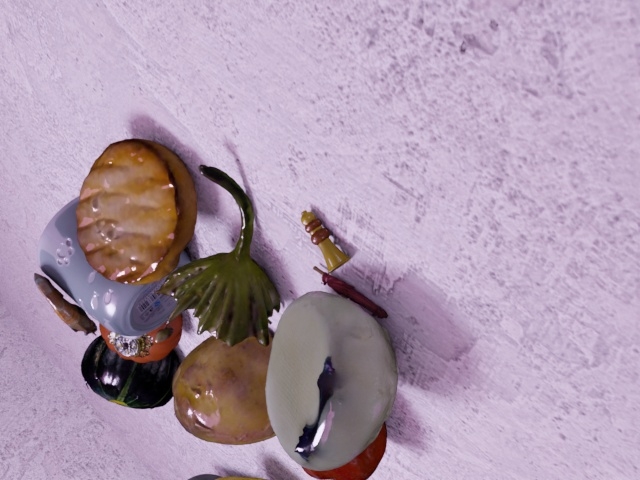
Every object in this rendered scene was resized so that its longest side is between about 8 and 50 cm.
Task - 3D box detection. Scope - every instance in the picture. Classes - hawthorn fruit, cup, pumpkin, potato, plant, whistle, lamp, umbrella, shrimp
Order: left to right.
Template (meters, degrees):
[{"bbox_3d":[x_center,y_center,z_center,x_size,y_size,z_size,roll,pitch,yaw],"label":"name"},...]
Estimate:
[{"bbox_3d":[-0.586,0.150,1.753,0.143,0.052,0.251,46,164,30],"label":"shrimp"},{"bbox_3d":[-0.461,0.096,1.760,0.274,0.259,0.357,36,136,24],"label":"cup"},{"bbox_3d":[-0.544,0.355,2.242,0.295,0.295,0.296,36,147,29],"label":"pumpkin"},{"bbox_3d":[-0.468,0.215,1.986,0.223,0.197,0.223,6,122,9],"label":"lamp"},{"bbox_3d":[-0.189,0.344,1.670,0.288,0.237,0.301,5,126,53],"label":"potato"},{"bbox_3d":[-0.156,0.055,1.404,0.180,0.251,0.333,-100,30,-43],"label":"plant"},{"bbox_3d":[0.005,-0.002,1.236,0.046,0.057,0.109,-37,77,17],"label":"whistle"},{"bbox_3d":[0.036,0.345,1.421,0.185,0.185,0.202,20,120,45],"label":"hawthorn fruit"},{"bbox_3d":[0.047,0.087,1.271,0.165,0.025,0.027,32,122,31],"label":"umbrella"}]

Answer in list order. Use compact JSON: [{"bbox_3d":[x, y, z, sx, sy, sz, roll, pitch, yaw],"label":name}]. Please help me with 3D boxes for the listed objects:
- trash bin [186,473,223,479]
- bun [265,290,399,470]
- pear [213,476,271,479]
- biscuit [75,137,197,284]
[{"bbox_3d":[-0.312,0.894,2.413,0.280,0.280,0.432,57,148,-6],"label":"trash bin"},{"bbox_3d":[0.036,0.228,1.258,0.293,0.187,0.293,-27,59,57],"label":"bun"},{"bbox_3d":[-0.169,0.829,2.044,0.418,0.362,0.362,35,152,-7],"label":"pear"},{"bbox_3d":[-0.365,-0.057,1.526,0.296,0.102,0.297,-2,87,31],"label":"biscuit"}]
